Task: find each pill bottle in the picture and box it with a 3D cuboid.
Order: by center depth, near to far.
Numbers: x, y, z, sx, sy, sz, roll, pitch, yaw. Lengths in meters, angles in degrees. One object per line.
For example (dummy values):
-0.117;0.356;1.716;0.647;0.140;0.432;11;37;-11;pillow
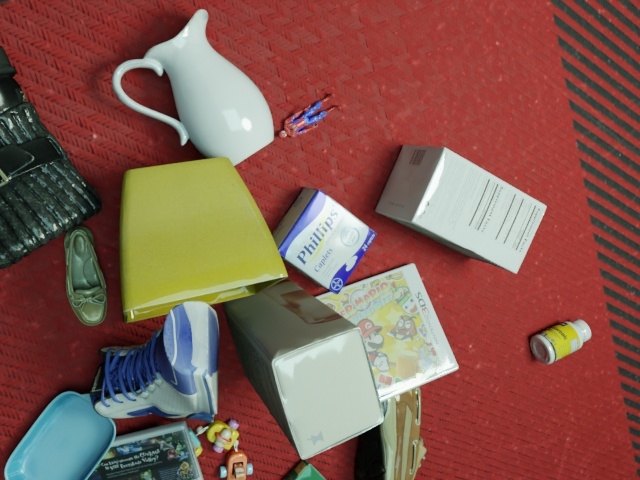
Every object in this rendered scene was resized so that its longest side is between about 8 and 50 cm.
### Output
0.502;0.207;1.249;0.116;0.065;0.065;-20;106;-18;pill bottle

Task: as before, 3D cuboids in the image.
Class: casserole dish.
-0.386;0.314;0.904;0.114;0.037;0.188;36;86;2;casserole dish

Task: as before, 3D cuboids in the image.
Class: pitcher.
-0.180;-0.198;0.872;0.177;0.125;0.207;-35;101;-10;pitcher

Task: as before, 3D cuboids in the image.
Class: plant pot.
-0.191;-0.003;0.857;0.212;0.212;0.187;-11;82;-20;plant pot

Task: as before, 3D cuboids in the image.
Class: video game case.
-0.286;0.386;0.956;0.190;0.022;0.173;-13;105;-2;video game case
0.105;0.168;1.052;0.226;0.026;0.207;-18;77;-18;video game case

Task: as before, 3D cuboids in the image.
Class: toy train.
-0.188;0.367;1.006;0.166;0.046;0.125;6;97;-23;toy train

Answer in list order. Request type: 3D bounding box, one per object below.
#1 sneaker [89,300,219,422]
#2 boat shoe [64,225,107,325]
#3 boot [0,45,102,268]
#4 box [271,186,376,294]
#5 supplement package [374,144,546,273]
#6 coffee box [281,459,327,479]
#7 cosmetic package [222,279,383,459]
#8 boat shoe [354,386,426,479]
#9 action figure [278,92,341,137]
-0.237;0.196;0.847;0.182;0.316;0.128;1;62;-11;sneaker
-0.347;0.056;0.884;0.056;0.048;0.153;-6;101;-21;boat shoe
-0.490;-0.065;0.760;0.347;0.131;0.260;-29;109;-16;boot
0.000;0.000;1.004;0.137;0.072;0.126;36;85;-23;box
0.246;-0.056;1.058;0.244;0.139;0.134;24;91;-25;supplement package
-0.007;0.499;1.094;0.113;0.040;0.184;-45;106;-12;coffee box
-0.038;0.172;0.895;0.129;0.296;0.153;-19;106;-17;cosmetic package
0.140;0.392;1.106;0.119;0.122;0.324;-5;102;-25;boat shoe
-0.021;-0.201;0.984;0.115;0.030;0.038;-34;115;-11;action figure
